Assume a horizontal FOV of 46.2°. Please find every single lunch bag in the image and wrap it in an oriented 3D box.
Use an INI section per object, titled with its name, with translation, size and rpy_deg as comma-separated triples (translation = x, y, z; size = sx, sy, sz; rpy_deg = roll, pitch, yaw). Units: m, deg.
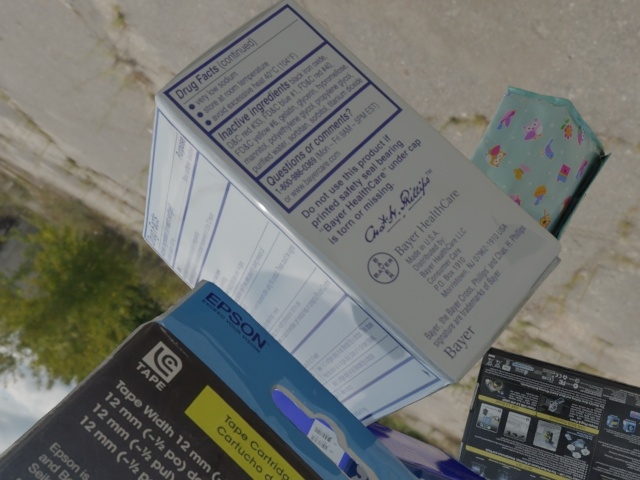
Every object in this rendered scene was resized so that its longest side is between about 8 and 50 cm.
[lunch bag]
translation = 0.385, -0.104, 1.313
size = 0.262, 0.223, 0.160
rpy_deg = 33, 177, -42

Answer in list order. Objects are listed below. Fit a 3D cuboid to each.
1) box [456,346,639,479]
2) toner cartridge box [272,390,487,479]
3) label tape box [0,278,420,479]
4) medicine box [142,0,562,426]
[box]
translation = 0.462, 0.398, 1.382
size = 0.394, 0.318, 0.097
rpy_deg = 12, 172, 24
[toner cartridge box]
translation = 0.091, 0.283, 0.913
size = 0.347, 0.075, 0.165
rpy_deg = 31, 176, -37
[label tape box]
translation = -0.074, 0.200, 0.362
size = 0.249, 0.115, 0.348
rpy_deg = 45, -151, -3
[medicine box]
translation = 0.000, 0.000, 0.640
size = 0.289, 0.149, 0.263
rpy_deg = 44, 154, 5
